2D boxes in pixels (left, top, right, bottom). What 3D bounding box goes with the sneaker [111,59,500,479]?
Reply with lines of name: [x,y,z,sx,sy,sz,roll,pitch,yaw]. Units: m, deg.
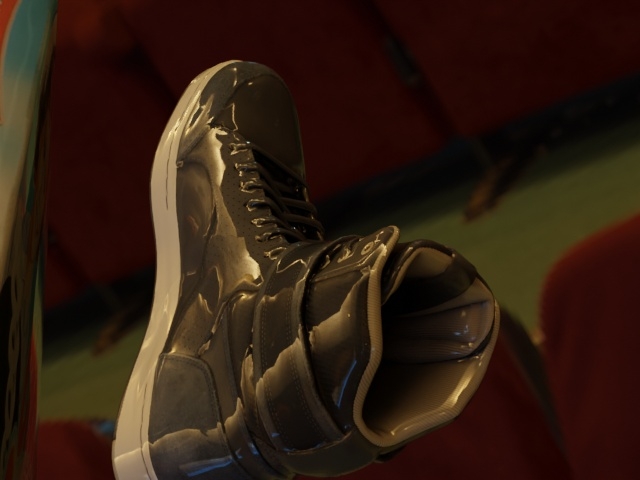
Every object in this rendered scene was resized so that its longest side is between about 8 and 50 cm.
sneaker: [0.001,0.001,0.816,0.163,0.086,0.226,-23,49,39]

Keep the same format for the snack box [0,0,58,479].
snack box: [-0.106,0.104,0.464,0.322,0.060,0.187,104,172,-54]
